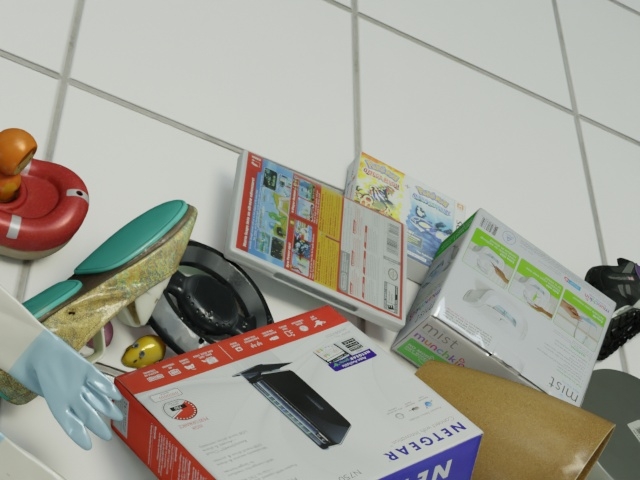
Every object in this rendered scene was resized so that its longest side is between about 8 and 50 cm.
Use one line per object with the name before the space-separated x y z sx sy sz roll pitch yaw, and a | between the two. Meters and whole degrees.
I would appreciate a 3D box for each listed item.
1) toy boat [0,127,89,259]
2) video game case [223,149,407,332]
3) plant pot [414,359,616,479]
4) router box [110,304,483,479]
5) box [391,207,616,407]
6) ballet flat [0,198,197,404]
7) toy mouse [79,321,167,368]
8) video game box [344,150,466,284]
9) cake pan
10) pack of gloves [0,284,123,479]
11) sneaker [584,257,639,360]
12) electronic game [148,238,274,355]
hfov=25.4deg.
toy boat | -0.397 -0.080 1.777 0.231 0.151 0.151 19 42 -22
video game case | 0.000 0.000 2.041 0.285 0.025 0.204 25 43 -20
plant pot | 0.220 0.274 1.876 0.254 0.237 0.237 33 36 15
router box | -0.029 0.226 1.695 0.335 0.082 0.301 -17 40 -37
box | 0.275 0.125 2.084 0.262 0.127 0.231 34 52 -8
ballet flat | -0.269 0.078 1.719 0.123 0.123 0.348 45 54 8
toy mouse | -0.255 0.099 1.807 0.161 0.031 0.143 -12 60 -44
video game box | 0.131 -0.027 2.225 0.205 0.048 0.187 26 39 -15
cake pan | 0.471 0.312 2.148 0.293 0.054 0.293 22 41 -20
pack of gloves | -0.348 0.184 1.577 0.232 0.195 0.046 41 -5 2
sneaker | 0.468 0.106 2.336 0.124 0.107 0.283 38 32 24
electronic game | -0.151 0.087 1.879 0.229 0.048 0.229 31 33 -23
